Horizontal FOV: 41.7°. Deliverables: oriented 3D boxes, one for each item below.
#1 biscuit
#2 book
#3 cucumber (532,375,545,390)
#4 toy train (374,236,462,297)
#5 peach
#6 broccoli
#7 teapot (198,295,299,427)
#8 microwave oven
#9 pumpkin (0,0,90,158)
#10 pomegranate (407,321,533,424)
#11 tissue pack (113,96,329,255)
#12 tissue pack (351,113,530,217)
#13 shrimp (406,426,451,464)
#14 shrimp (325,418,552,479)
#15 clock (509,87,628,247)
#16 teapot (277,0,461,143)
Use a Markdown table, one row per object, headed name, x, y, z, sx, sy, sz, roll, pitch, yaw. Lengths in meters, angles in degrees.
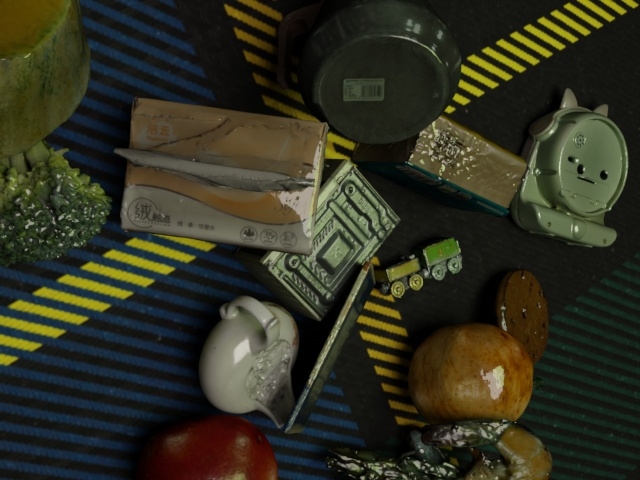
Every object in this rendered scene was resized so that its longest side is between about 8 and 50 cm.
| name | x | y | z | sx | sy | sz | roll | pitch | yaw |
| --- | --- | --- | --- | --- | --- | --- | --- | --- | --- |
| biscuit | 0.431 | 0.165 | 1.798 | 0.212 | 0.036 | 0.212 | 12 | 74 | -46 |
| book | 0.020 | 0.199 | 1.514 | 0.018 | 0.228 | 0.323 | 26 | 81 | 10 |
| cucumber | 0.385 | 0.330 | 1.824 | 0.256 | 0.043 | 0.044 | -9 | 81 | -27 |
| toy train | 0.196 | 0.051 | 1.671 | 0.202 | 0.060 | 0.081 | -20 | 98 | -27 |
| peach | -0.189 | 0.400 | 1.407 | 0.243 | 0.199 | 0.244 | -6 | 105 | -22 |
| broccoli | -0.440 | -0.084 | 1.231 | 0.247 | 0.262 | 0.244 | -1 | 74 | -62 |
| teapot | -0.114 | 0.199 | 1.433 | 0.204 | 0.139 | 0.298 | -41 | 143 | -25 |
| microwave oven | 0.000 | 0.000 | 1.503 | 0.194 | 0.145 | 0.240 | 46 | 73 | -23 |
| pumpkin | -0.463 | -0.286 | 1.087 | 0.332 | 0.199 | 0.332 | 6 | 68 | -16 |
| pomegranate | 0.296 | 0.276 | 1.659 | 0.248 | 0.248 | 0.248 | -4 | 99 | -30 |
| tissue pack | -0.150 | -0.097 | 1.289 | 0.305 | 0.238 | 0.239 | 9 | 92 | 1 |
| tissue pack | 0.227 | -0.152 | 1.583 | 0.270 | 0.192 | 0.134 | 22 | 86 | -31 |
| shrimp | 0.234 | 0.482 | 1.742 | 0.090 | 0.079 | 0.233 | -23 | 115 | 12 |
| shrimp | 0.230 | 0.425 | 1.601 | 0.444 | 0.085 | 0.272 | 8 | 129 | -7 |
| clock | 0.553 | -0.158 | 1.820 | 0.265 | 0.108 | 0.324 | 12 | 90 | -30 |
| teapot | 0.068 | -0.337 | 1.382 | 0.300 | 0.344 | 0.253 | -16 | 134 | 16 |
